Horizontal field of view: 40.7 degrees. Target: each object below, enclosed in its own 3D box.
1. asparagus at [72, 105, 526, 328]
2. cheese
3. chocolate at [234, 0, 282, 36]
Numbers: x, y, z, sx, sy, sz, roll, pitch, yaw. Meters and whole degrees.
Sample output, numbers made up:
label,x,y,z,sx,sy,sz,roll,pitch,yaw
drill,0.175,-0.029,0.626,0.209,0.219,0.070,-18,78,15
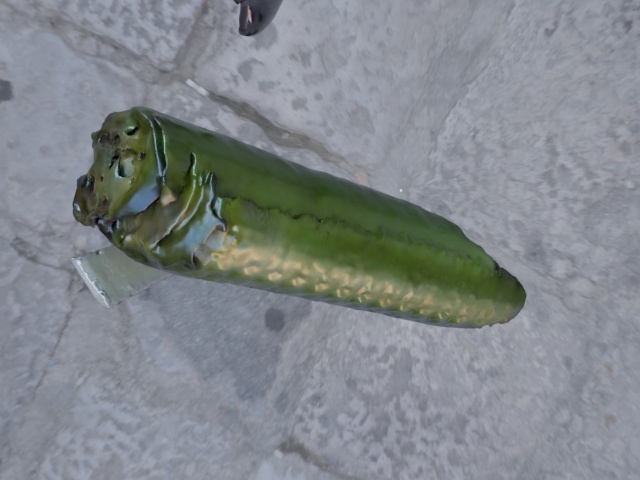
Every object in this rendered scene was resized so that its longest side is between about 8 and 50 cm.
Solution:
label,x,y,z,sx,sy,sz,roll,pitch,yaw
asparagus,0.000,0.000,0.693,0.382,0.128,0.108,16,80,-35
cheese,-0.188,-0.005,1.224,0.085,0.400,0.034,51,125,6
chocolate,-0.066,-0.268,0.349,0.213,0.303,0.303,25,95,4
